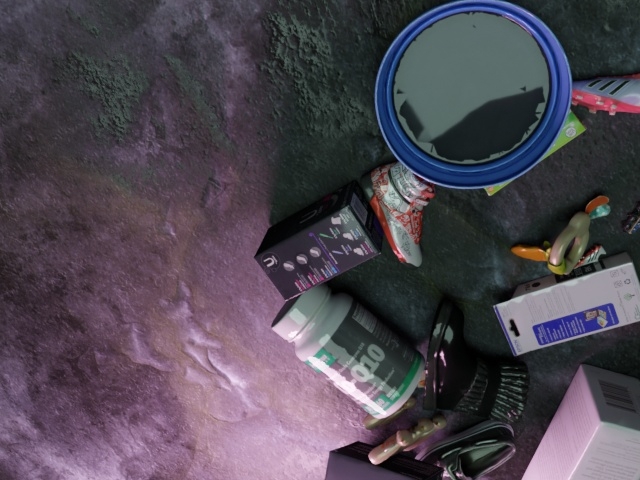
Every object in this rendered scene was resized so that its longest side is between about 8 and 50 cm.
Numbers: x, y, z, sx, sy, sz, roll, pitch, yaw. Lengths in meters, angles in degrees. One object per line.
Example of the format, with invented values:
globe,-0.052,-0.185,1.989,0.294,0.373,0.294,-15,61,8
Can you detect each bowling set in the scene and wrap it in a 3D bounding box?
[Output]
bowling set,0.200,0.462,1.798,0.154,0.287,0.200,-38,71,18

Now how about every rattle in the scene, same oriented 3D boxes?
rattle,0.561,-0.030,1.565,0.130,0.142,0.200,12,104,-30

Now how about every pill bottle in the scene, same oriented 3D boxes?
pill bottle,0.067,0.262,1.695,0.361,0.204,0.204,38,116,-6

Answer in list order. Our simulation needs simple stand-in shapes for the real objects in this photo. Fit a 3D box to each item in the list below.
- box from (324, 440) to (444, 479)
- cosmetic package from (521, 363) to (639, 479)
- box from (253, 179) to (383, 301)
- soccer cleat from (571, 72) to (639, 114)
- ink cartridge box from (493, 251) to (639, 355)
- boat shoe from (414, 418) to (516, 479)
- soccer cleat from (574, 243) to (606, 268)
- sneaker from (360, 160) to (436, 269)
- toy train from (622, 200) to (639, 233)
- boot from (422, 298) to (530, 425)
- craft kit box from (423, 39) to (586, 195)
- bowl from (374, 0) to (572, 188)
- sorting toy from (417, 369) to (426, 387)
box,0.168,0.622,1.772,0.261,0.184,0.103,10,85,28
cosmetic package,0.679,0.574,1.734,0.161,0.230,0.454,15,119,1
box,0.000,0.000,1.602,0.270,0.165,0.143,-29,108,21
soccer cleat,0.632,-0.310,1.396,0.247,0.083,0.095,12,88,9
ink cartridge box,0.601,0.157,1.632,0.332,0.065,0.165,-20,111,17
boat shoe,0.375,0.600,1.831,0.335,0.119,0.121,-37,99,12
soccer cleat,0.633,0.044,1.590,0.035,0.029,0.083,42,111,-7
sneaker,0.215,-0.062,1.576,0.145,0.090,0.270,-23,108,22
toy train,0.732,-0.080,1.513,0.036,0.027,0.158,20,118,-12
boot,0.400,0.308,1.705,0.260,0.131,0.348,6,123,11
craft kit box,0.396,-0.263,1.465,0.249,0.061,0.247,-36,103,24
bowl,0.309,-0.299,1.390,0.390,0.077,0.391,4,117,9
sorting toy,0.278,0.377,1.827,0.083,0.012,0.062,-3,116,11
